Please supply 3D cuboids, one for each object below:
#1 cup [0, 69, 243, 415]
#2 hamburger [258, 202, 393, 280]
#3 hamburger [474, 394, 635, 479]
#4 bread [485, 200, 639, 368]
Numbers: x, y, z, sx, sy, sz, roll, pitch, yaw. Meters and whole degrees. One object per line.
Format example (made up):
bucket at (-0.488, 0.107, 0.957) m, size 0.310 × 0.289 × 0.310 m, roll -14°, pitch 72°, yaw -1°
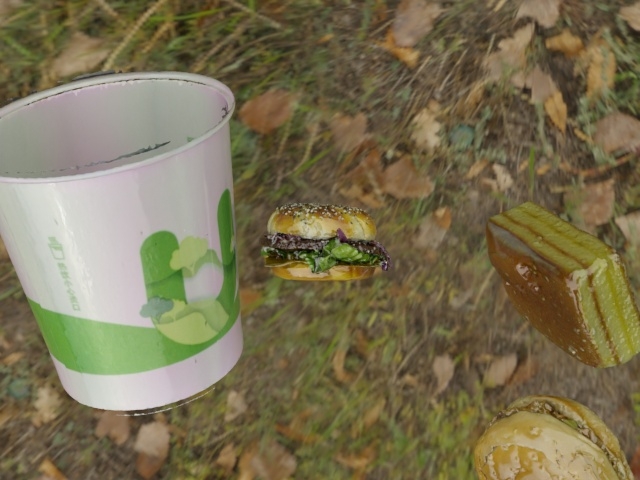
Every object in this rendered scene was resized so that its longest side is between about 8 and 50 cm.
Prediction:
cup at (-0.188, 0.000, 1.178) m, size 0.253 × 0.253 × 0.274 m, roll -2°, pitch 117°, yaw 10°
hamburger at (0.003, 0.000, 1.536) m, size 0.164 × 0.189 × 0.093 m, roll 1°, pitch 95°, yaw -13°
hamburger at (0.292, 0.294, 1.556) m, size 0.213 × 0.108 × 0.214 m, roll 22°, pitch 128°, yaw 31°
bread at (0.342, 0.064, 1.766) m, size 0.110 × 0.234 × 0.184 m, roll -30°, pitch 118°, yaw -13°
